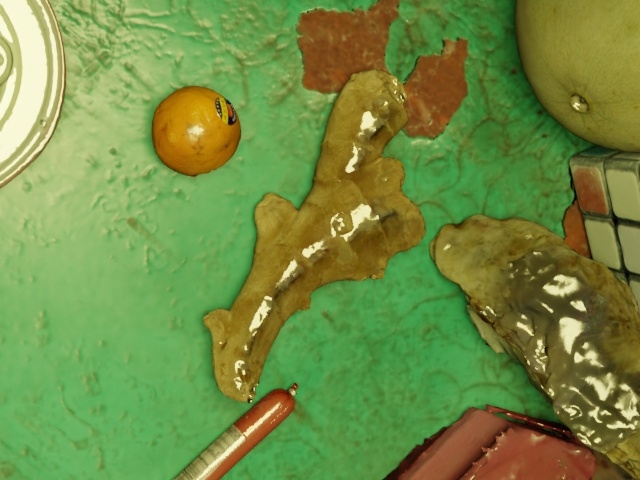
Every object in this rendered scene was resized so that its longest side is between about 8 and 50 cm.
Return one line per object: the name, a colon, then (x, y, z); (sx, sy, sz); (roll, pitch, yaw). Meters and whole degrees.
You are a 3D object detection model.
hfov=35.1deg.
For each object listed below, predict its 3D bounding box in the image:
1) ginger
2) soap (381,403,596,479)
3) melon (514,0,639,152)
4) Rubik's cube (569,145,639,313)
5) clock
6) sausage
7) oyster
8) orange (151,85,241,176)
ginger: (0.000, 0.000, 0.952); (0.148, 0.081, 0.334); (40, 83, -14)
soap: (0.158, 0.292, 1.032); (0.289, 0.112, 0.182); (-42, 110, -10)
melon: (0.331, -0.239, 0.935); (0.330, 0.268, 0.268); (-47, 108, -17)
Rubik's cube: (0.441, 0.003, 1.007); (0.253, 0.259, 0.256); (-20, 102, -13)
clock: (-0.335, -0.145, 0.836); (0.244, 0.056, 0.244); (-3, 98, -19)
sausage: (-0.114, 0.226, 0.970); (0.253, 0.034, 0.034); (-41, 107, -9)
oyster: (0.250, 0.106, 0.981); (0.166, 0.110, 0.341); (-26, 77, -3)
orange: (-0.112, -0.097, 0.904); (0.083, 0.083, 0.084); (-2, 98, -18)
